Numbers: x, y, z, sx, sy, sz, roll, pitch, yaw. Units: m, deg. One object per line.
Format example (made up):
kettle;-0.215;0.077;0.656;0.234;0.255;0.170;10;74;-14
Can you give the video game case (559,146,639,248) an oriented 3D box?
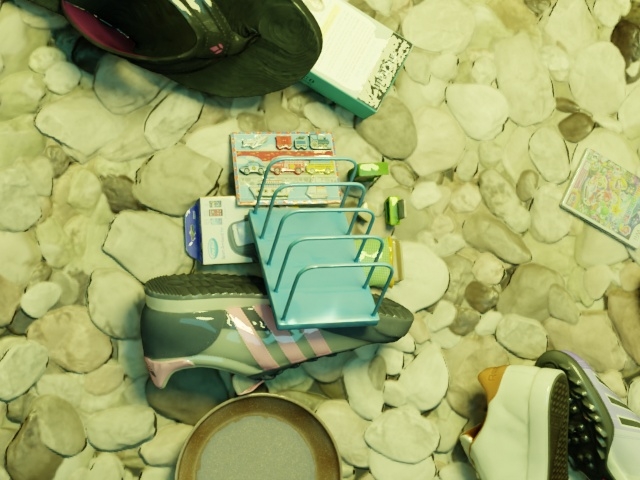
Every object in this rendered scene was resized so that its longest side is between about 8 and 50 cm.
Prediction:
video game case;0.381;-0.055;1.446;0.122;0.011;0.087;29;79;-11

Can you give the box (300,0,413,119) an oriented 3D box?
box;-0.019;-0.253;1.334;0.244;0.060;0.100;31;80;-10

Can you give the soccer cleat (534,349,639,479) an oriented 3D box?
soccer cleat;0.379;0.258;1.387;0.116;0.109;0.318;-35;94;-33

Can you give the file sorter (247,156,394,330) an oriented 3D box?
file sorter;0.000;0.000;1.231;0.118;0.104;0.170;-2;50;-19

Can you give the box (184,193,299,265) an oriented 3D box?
box;-0.092;-0.013;1.316;0.136;0.028;0.081;-3;87;-16

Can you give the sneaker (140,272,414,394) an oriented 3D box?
sneaker;-0.051;0.115;1.291;0.319;0.112;0.131;5;103;-12

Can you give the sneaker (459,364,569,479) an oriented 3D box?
sneaker;0.234;0.288;1.357;0.106;0.123;0.290;-13;107;-57

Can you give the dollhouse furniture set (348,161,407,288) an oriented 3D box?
dollhouse furniture set;0.066;-0.016;1.340;0.076;0.058;0.151;-3;87;-14

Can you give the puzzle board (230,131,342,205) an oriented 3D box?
puzzle board;-0.041;-0.088;1.327;0.128;0.011;0.096;-2;67;-14

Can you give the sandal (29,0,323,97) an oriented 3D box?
sandal;-0.217;-0.264;1.231;0.446;0.167;0.107;22;36;-5

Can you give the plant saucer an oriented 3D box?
plant saucer;-0.073;0.277;1.296;0.199;0.036;0.198;1;86;-13
